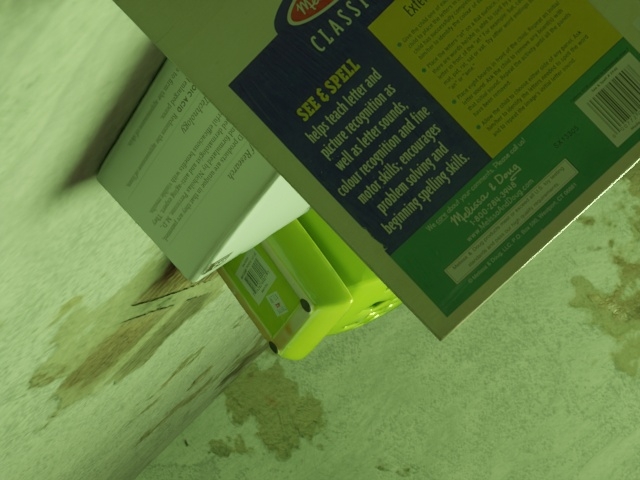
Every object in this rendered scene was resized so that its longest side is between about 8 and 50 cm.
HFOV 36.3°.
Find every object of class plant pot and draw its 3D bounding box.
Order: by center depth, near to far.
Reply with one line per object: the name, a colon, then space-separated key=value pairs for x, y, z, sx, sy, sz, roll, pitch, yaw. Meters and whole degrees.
plant pot: x=0.000 y=0.000 z=1.173 sx=0.207 sy=0.227 sz=0.228 roll=-31 pitch=168 yaw=-29

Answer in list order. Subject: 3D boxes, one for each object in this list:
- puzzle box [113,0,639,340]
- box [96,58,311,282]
puzzle box: x=0.111 y=-0.186 z=0.479 sx=0.409 sy=0.272 sz=0.052 roll=-44 pitch=177 yaw=8
box: x=-0.047 y=-0.089 z=0.768 sx=0.182 sy=0.119 sz=0.181 roll=-48 pitch=172 yaw=36
